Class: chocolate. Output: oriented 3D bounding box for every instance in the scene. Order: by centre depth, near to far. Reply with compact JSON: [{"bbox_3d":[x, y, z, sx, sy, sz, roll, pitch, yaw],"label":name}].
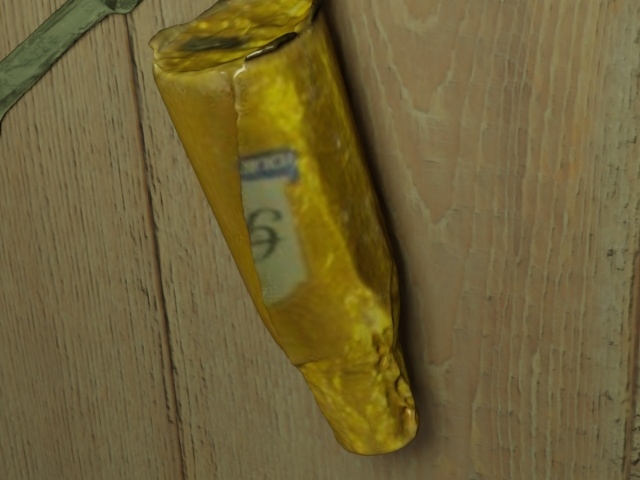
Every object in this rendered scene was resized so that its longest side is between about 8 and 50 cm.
[{"bbox_3d":[0.000,0.000,1.525,0.162,0.162,0.445,-5,120,29],"label":"chocolate"}]

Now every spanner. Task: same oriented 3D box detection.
[{"bbox_3d":[-0.264,-0.176,1.621,0.302,0.017,0.071,-33,103,38],"label":"spanner"}]
